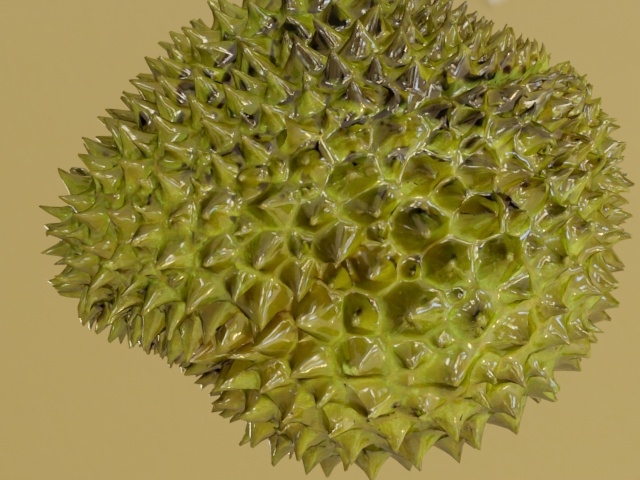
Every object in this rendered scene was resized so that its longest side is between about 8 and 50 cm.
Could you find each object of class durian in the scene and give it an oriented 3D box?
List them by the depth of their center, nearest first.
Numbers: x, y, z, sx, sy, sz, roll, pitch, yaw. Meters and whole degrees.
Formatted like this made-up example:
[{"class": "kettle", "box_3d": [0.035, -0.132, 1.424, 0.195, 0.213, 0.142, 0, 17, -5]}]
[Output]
[{"class": "durian", "box_3d": [0.003, -0.006, 0.492, 0.198, 0.159, 0.146, 11, -135, 3]}]
